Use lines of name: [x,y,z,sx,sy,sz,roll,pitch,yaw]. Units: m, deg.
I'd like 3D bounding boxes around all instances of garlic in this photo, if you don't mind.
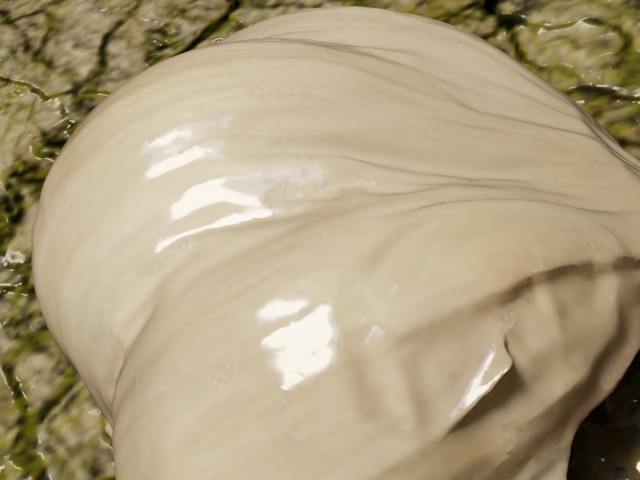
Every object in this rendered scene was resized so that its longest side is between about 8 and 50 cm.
garlic: [0.000,0.000,0.425,0.178,0.143,0.229,-37,10,12]

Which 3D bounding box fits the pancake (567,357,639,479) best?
pancake: [0.157,0.144,0.260,0.387,0.082,0.387,-18,36,14]
